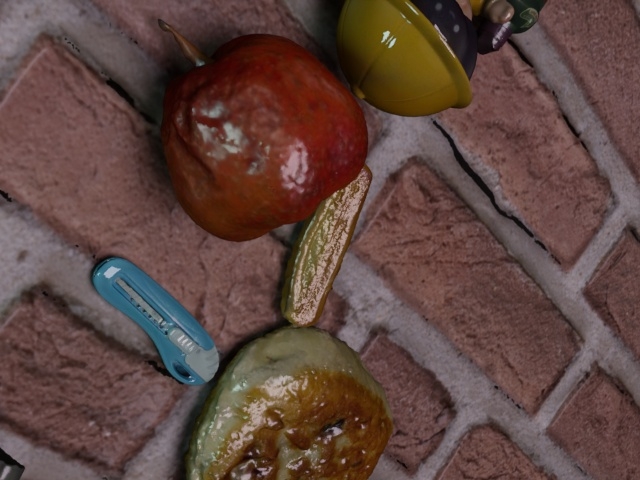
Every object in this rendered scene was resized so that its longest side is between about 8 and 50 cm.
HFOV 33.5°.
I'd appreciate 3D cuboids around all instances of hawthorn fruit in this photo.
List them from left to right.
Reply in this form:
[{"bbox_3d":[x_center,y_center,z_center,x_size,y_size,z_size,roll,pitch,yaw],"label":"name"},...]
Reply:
[{"bbox_3d":[-0.080,-0.131,1.079,0.207,0.207,0.243,-41,103,-19],"label":"hawthorn fruit"}]

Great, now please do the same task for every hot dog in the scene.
[{"bbox_3d":[0.000,0.000,1.287,0.066,0.047,0.215,13,101,-28],"label":"hot dog"}]

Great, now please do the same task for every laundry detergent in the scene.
[{"bbox_3d":[0.253,-0.334,1.320,0.221,0.078,0.144,-56,152,-3],"label":"laundry detergent"}]

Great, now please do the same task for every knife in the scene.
[{"bbox_3d":[-0.179,0.094,1.189,0.064,0.031,0.222,-45,131,-10],"label":"knife"}]

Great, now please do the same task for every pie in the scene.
[{"bbox_3d":[-0.039,0.257,1.345,0.315,0.092,0.315,-19,123,-33],"label":"pie"}]

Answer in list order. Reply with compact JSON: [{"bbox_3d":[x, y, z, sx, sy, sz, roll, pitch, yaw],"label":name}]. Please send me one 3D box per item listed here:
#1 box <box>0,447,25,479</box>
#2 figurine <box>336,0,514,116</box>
[{"bbox_3d":[-0.413,0.246,0.996,0.274,0.138,0.178,39,78,-44],"label":"box"},{"bbox_3d":[0.116,-0.256,1.191,0.192,0.167,0.256,43,57,-30],"label":"figurine"}]
